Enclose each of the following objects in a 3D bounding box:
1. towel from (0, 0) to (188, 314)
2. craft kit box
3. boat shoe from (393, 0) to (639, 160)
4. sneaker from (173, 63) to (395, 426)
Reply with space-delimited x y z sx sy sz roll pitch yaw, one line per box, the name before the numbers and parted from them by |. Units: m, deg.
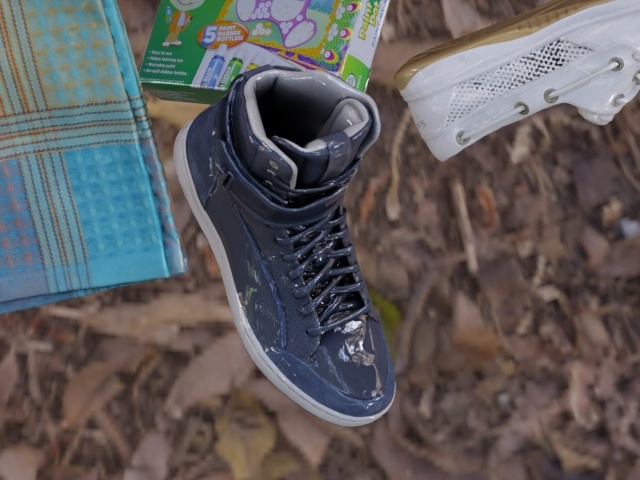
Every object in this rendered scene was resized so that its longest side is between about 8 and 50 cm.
towel | -0.276 -0.108 1.562 0.271 0.040 0.370 -12 113 2
craft kit box | -0.043 -0.252 1.983 0.249 0.247 0.061 7 163 33
boat shoe | 0.197 -0.133 1.461 0.277 0.098 0.096 -19 101 18
sneaker | -0.002 0.000 1.205 0.086 0.163 0.226 -28 86 -29
